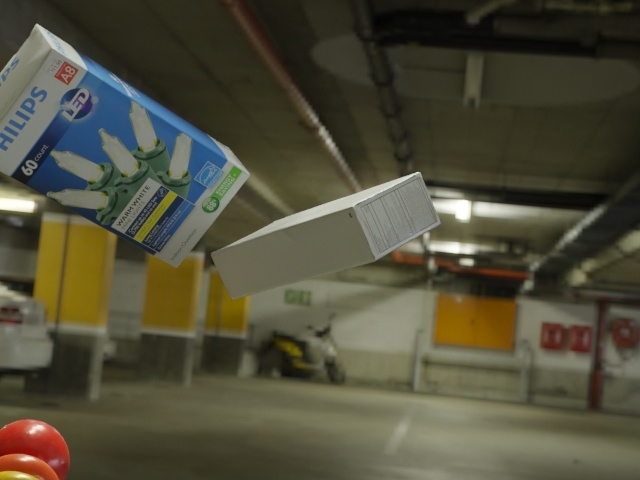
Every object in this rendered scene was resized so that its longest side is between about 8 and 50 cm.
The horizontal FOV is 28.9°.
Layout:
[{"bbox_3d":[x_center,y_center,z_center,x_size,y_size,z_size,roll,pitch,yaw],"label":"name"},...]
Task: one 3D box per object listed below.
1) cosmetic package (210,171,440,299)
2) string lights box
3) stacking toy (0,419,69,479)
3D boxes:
[{"bbox_3d":[0.000,0.000,1.239,0.099,0.060,0.239,-25,5,-39],"label":"cosmetic package"},{"bbox_3d":[-0.215,-0.091,1.267,0.259,0.133,0.077,31,11,-37],"label":"string lights box"},{"bbox_3d":[-0.307,0.281,1.215,0.141,0.141,0.330,6,25,-7],"label":"stacking toy"}]
